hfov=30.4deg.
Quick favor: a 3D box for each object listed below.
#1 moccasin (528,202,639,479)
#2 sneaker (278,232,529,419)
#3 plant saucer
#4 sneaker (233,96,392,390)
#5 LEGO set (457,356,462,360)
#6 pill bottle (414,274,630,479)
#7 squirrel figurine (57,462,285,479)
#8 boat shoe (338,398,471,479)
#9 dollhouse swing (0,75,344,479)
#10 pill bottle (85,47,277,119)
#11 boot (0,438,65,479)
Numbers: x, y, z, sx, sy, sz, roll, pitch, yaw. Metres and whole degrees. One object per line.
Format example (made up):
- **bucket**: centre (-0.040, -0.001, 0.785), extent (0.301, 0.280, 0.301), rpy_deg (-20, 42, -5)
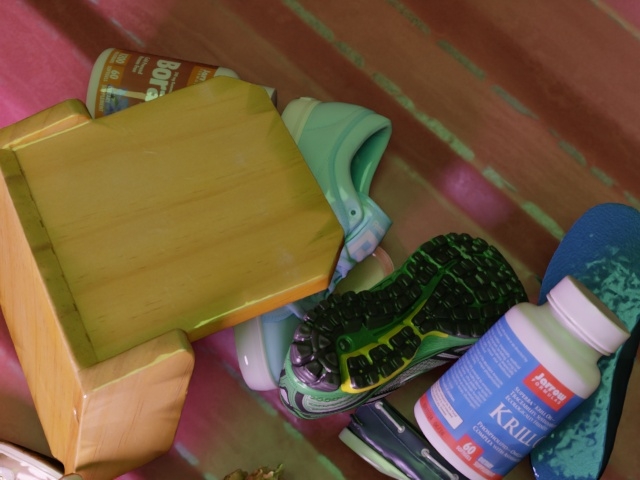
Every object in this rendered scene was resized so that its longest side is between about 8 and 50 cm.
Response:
- **moccasin**: centre (0.297, 0.126, 1.359), extent (0.138, 0.117, 0.341), rpy_deg (16, 81, 18)
- **sneaker**: centre (0.091, 0.096, 1.334), extent (0.344, 0.146, 0.134), rpy_deg (-18, 70, -31)
- **plant saucer**: centre (0.048, 0.042, 1.434), extent (0.084, 0.015, 0.083), rpy_deg (0, 75, 2)
- **sneaker**: centre (0.000, 0.000, 1.370), extent (0.150, 0.135, 0.365), rpy_deg (5, 75, 23)
- **LEGO set**: centre (0.141, 0.125, 1.405), extent (0.083, 0.023, 0.054), rpy_deg (13, 76, 5)
- **pill bottle**: centre (0.215, 0.144, 1.247), extent (0.124, 0.124, 0.221), rpy_deg (45, 103, 12)
- **squirrel figurine**: centre (-0.151, 0.402, 1.218), extent (0.370, 0.281, 0.397), rpy_deg (32, 34, 24)
- **boat shoe**: centre (0.143, 0.263, 1.337), extent (0.255, 0.095, 0.079), rpy_deg (32, 90, 18)
- **dollhouse swing**: centre (-0.181, 0.035, 1.325), extent (0.305, 0.315, 0.346), rpy_deg (-14, 57, -25)
- **pill bottle**: centre (-0.167, -0.160, 1.438), extent (0.216, 0.121, 0.121), rpy_deg (10, 76, 4)
- **boot**: centre (-0.388, 0.308, 1.345), extent (0.213, 0.077, 0.165), rpy_deg (17, 76, 11)
